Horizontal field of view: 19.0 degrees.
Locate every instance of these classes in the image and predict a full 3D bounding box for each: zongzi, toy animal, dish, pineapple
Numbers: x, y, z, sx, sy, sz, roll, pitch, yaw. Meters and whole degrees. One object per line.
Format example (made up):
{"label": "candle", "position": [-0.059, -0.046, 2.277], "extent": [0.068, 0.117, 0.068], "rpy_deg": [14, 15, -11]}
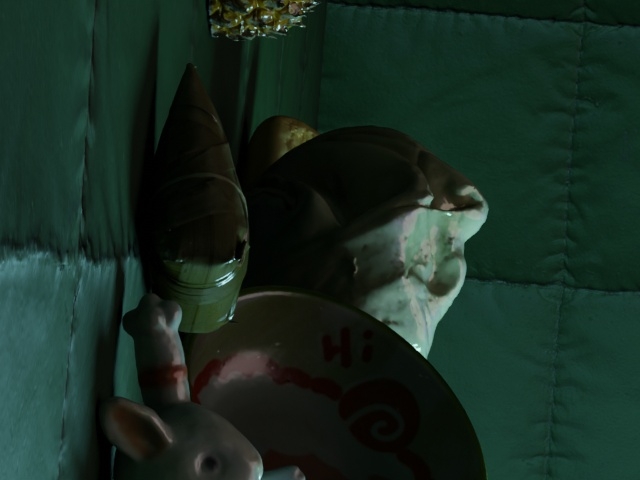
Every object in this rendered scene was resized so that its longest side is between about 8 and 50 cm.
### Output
{"label": "zongzi", "position": [-0.102, -0.024, 1.547], "extent": [0.189, 0.081, 0.178], "rpy_deg": [101, -15, -64]}
{"label": "toy animal", "position": [-0.089, 0.189, 1.407], "extent": [0.140, 0.138, 0.282], "rpy_deg": [-62, 155, -72]}
{"label": "dish", "position": [-0.012, 0.204, 1.778], "extent": [0.124, 0.324, 0.324], "rpy_deg": [-53, -162, 36]}
{"label": "pineapple", "position": [-0.031, -0.269, 1.832], "extent": [0.176, 0.137, 0.161], "rpy_deg": [-56, 151, -86]}

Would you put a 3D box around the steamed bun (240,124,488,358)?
{"label": "steamed bun", "position": [0.000, 0.000, 1.988], "extent": [0.207, 0.268, 0.280], "rpy_deg": [39, 68, -41]}

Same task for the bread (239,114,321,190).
{"label": "bread", "position": [-0.037, -0.039, 2.237], "extent": [0.098, 0.147, 0.217], "rpy_deg": [-35, -148, 33]}
